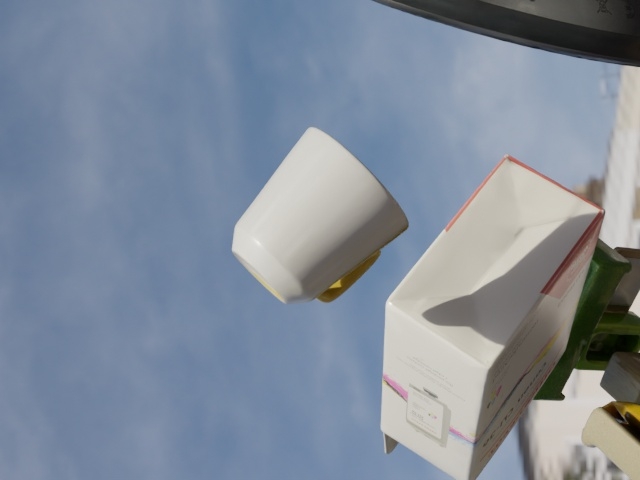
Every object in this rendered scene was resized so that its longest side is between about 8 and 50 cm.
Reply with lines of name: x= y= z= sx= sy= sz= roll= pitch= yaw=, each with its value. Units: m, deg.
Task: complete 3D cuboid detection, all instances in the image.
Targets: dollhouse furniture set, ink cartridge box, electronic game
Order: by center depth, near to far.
electronic game: x=0.076 y=-0.128 z=0.655 sx=0.229 sy=0.229 sz=0.048 roll=-21 pitch=-49 yaw=-59
ink cartridge box: x=0.092 y=0.059 z=0.771 sx=0.115 sy=0.067 sz=0.198 roll=-50 pitch=-20 yaw=-24
dollhouse furniture set: x=0.323 y=0.119 z=1.224 sx=0.197 sy=0.301 sz=0.151 roll=6 pitch=-64 yaw=-36

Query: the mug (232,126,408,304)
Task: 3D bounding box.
mug: x=0.000 y=-0.001 z=0.605 sx=0.064 sy=0.062 sz=0.078 roll=-45 pitch=-66 yaw=-8
